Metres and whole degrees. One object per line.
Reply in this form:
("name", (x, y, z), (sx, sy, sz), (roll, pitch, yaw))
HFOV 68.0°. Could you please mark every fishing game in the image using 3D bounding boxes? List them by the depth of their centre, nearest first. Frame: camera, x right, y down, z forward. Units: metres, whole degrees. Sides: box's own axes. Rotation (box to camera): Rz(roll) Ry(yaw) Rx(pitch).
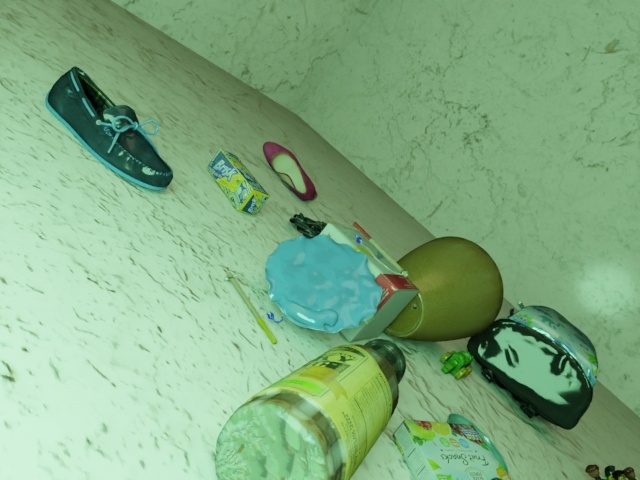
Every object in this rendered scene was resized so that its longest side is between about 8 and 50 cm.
("fishing game", (0.005, 0.066, 0.733), (0.264, 0.041, 0.189), (-25, 58, -33))

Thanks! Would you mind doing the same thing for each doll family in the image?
("doll family", (0.612, 0.510, 0.969), (0.193, 0.076, 0.111), (29, 36, -47))

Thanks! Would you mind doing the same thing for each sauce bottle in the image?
("sauce bottle", (0.022, 0.177, 0.522), (0.111, 0.111, 0.344), (43, 14, 16))

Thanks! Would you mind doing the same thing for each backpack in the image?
("backpack", (0.569, 0.300, 1.229), (0.290, 0.273, 0.355), (39, 1, 30))

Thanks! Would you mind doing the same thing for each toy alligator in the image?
("toy alligator", (0.314, 0.264, 1.045), (0.056, 0.051, 0.190), (48, 18, 30))

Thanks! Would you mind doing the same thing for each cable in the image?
("cable", (0.000, 0.000, 1.124), (0.185, 0.047, 0.150), (32, 21, -31))

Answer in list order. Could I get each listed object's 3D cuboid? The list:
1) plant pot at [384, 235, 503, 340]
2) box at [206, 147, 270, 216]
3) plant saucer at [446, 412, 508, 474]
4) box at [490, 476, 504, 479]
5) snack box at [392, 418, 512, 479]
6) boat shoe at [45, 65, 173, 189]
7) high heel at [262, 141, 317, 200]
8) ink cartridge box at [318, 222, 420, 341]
("plant pot", (0.224, 0.118, 0.999), (0.254, 0.237, 0.237), (-7, 46, -51))
("box", (-0.181, -0.128, 1.029), (0.054, 0.059, 0.169), (22, 22, -50))
("plant saucer", (0.241, 0.328, 0.749), (0.119, 0.021, 0.119), (35, 15, -11))
("box", (0.201, 0.320, 0.560), (0.067, 0.083, 0.018), (30, 17, -26))
("snack box", (0.177, 0.294, 0.633), (0.141, 0.037, 0.100), (17, 25, -31))
("boat shoe", (-0.340, -0.186, 0.771), (0.258, 0.089, 0.109), (39, 15, 1))
("high heel", (-0.103, -0.215, 1.432), (0.244, 0.082, 0.117), (54, 8, 9))
("ink cartridge box", (0.061, 0.074, 0.865), (0.176, 0.128, 0.127), (47, 17, 25))
